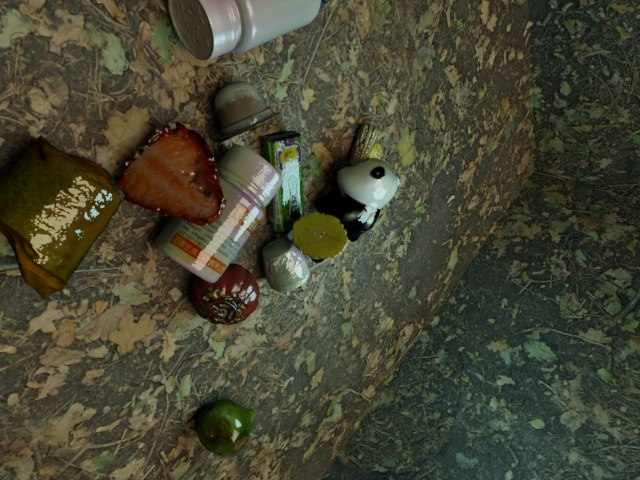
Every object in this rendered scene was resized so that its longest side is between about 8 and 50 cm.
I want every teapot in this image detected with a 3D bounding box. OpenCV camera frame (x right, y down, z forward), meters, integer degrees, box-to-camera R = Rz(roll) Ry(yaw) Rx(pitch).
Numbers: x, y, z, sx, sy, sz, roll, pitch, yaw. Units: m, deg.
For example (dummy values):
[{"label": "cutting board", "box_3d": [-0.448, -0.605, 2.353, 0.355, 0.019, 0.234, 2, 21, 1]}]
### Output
[{"label": "teapot", "box_3d": [-0.117, 0.065, 1.714, 0.222, 0.163, 0.178, -40, 131, -29]}]

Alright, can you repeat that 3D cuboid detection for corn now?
[{"label": "corn", "box_3d": [0.169, -0.374, 1.867, 0.087, 0.087, 0.210, 14, 104, -51]}]

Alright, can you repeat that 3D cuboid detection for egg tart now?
[{"label": "egg tart", "box_3d": [0.221, -0.370, 1.954, 0.105, 0.039, 0.105, -25, 126, -39]}]

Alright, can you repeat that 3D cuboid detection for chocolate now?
[{"label": "chocolate", "box_3d": [-0.242, -0.388, 1.355, 0.221, 0.221, 0.147, -37, 105, -30]}]

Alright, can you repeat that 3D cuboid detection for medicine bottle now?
[{"label": "medicine bottle", "box_3d": [-0.299, -0.083, 1.386, 0.388, 0.219, 0.219, -56, 140, -12]}, {"label": "medicine bottle", "box_3d": [-0.190, -0.631, 1.219, 0.379, 0.214, 0.213, -39, 134, -30]}]

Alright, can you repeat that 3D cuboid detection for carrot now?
[{"label": "carrot", "box_3d": [-0.616, -0.059, 1.033, 0.340, 0.242, 0.241, -59, 141, -14]}]

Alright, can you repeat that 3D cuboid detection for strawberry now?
[{"label": "strawberry", "box_3d": [-0.369, -0.170, 1.245, 0.150, 0.281, 0.253, 109, -1, -75]}]

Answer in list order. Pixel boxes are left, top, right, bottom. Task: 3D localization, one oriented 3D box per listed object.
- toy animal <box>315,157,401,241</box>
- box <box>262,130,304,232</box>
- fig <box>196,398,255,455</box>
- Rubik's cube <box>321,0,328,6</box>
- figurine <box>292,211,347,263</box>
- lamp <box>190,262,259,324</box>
[{"label": "toy animal", "box_3d": [0.160, -0.174, 1.789, 0.251, 0.250, 0.310, 8, 131, -50]}, {"label": "box", "box_3d": [-0.127, -0.201, 1.614, 0.134, 0.097, 0.345, -22, 125, -30]}, {"label": "fig", "box_3d": [-0.349, 0.714, 1.803, 0.205, 0.206, 0.275, -70, 161, 6]}, {"label": "Rubik's cube", "box_3d": [0.003, -0.796, 1.442, 0.111, 0.093, 0.111, -23, 124, -39]}, {"label": "figurine", "box_3d": [0.001, -0.004, 1.728, 0.315, 0.188, 0.167, 74, 9, -85]}, {"label": "lamp", "box_3d": [-0.314, 0.181, 1.512, 0.227, 0.227, 0.226, -25, 127, -38]}]
